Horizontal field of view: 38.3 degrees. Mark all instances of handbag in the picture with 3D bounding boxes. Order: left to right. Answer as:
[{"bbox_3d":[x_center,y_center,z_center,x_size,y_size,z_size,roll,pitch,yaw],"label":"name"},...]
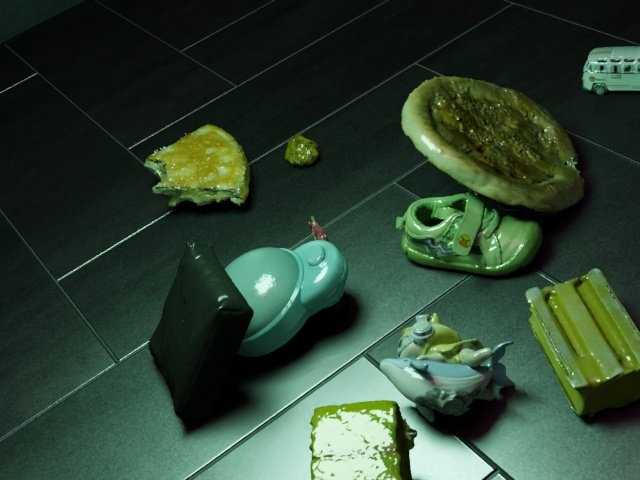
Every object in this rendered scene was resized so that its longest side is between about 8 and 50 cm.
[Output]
[{"bbox_3d":[-0.221,0.149,1.574,0.080,0.247,0.223,9,25,-36],"label":"handbag"}]

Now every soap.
[{"bbox_3d":[0.416,0.155,1.427,0.134,0.076,0.233,-17,38,2],"label":"soap"}]

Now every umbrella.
[{"bbox_3d":[0.000,0.000,1.818,0.027,0.025,0.165,-2,38,-16],"label":"umbrella"}]

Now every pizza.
[{"bbox_3d":[-0.270,-0.150,2.053,0.223,0.090,0.323,-18,36,-9],"label":"pizza"}]

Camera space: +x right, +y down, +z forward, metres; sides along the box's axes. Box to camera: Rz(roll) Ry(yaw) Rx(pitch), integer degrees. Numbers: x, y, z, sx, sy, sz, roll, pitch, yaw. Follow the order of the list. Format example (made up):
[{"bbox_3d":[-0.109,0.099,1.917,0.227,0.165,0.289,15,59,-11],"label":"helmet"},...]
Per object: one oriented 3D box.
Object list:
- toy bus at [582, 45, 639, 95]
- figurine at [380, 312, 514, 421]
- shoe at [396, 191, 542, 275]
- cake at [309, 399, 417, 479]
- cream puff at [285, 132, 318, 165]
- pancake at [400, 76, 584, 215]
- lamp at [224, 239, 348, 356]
[{"bbox_3d":[0.649,-0.362,1.939,0.193,0.089,0.087,6,44,29],"label":"toy bus"},{"bbox_3d":[0.197,0.193,1.436,0.208,0.129,0.184,-4,37,4],"label":"figurine"},{"bbox_3d":[0.262,-0.007,1.660,0.262,0.128,0.140,2,57,28],"label":"shoe"},{"bbox_3d":[0.064,0.352,1.250,0.156,0.179,0.261,-10,42,12],"label":"cake"},{"bbox_3d":[-0.045,-0.201,2.046,0.083,0.058,0.083,-10,41,13],"label":"cream puff"},{"bbox_3d":[0.336,-0.189,1.744,0.382,0.071,0.382,16,41,-14],"label":"pancake"},{"bbox_3d":[-0.084,0.095,1.637,0.283,0.147,0.209,-16,41,2],"label":"lamp"}]
